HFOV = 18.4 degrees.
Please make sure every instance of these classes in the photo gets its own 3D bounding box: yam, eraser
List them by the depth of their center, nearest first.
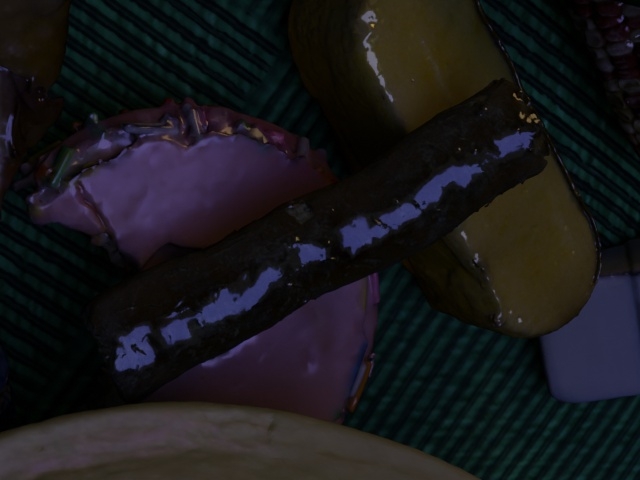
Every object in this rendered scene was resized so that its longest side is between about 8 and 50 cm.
[{"bbox_3d":[0.000,0.000,1.001,0.253,0.061,0.061,-29,113,-9],"label":"yam"},{"bbox_3d":[0.305,0.030,1.178,0.352,0.061,0.089,-9,108,8],"label":"eraser"}]

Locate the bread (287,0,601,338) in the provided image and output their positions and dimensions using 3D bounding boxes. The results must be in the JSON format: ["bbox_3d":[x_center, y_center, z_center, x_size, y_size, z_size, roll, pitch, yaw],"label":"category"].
[{"bbox_3d":[0.070,-0.056,1.099,0.102,0.094,0.245,-39,115,-18],"label":"bread"}]

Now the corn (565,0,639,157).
[{"bbox_3d":[0.177,-0.165,1.109,0.098,0.098,0.289,-30,112,-12],"label":"corn"}]

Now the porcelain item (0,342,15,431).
[{"bbox_3d":[-0.295,0.083,0.968,0.288,0.138,0.186,-27,146,-9],"label":"porcelain item"}]

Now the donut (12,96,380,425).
[{"bbox_3d":[-0.067,0.033,1.068,0.199,0.085,0.232,-5,105,-20],"label":"donut"}]

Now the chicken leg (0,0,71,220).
[{"bbox_3d":[-0.165,-0.179,0.891,0.182,0.295,0.409,9,113,-5],"label":"chicken leg"}]

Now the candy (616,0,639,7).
[{"bbox_3d":[0.069,-0.194,1.020,0.312,0.061,0.088,15,104,-4],"label":"candy"}]

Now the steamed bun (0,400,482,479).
[{"bbox_3d":[-0.099,0.272,0.971,0.456,0.290,0.371,-9,144,-27],"label":"steamed bun"}]
